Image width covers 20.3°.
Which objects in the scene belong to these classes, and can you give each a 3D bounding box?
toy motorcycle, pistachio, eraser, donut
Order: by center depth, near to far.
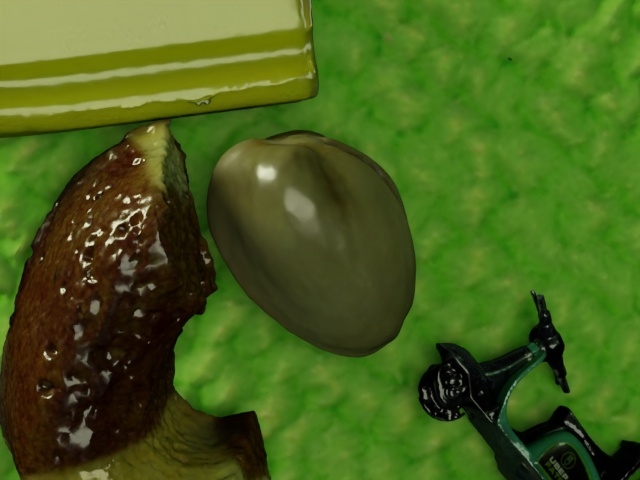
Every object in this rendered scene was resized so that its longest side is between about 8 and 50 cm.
[{"bbox_3d":[-0.117,0.092,1.019,0.151,0.112,0.295,-14,101,-2],"label":"donut"},{"bbox_3d":[-0.116,-0.147,1.047,0.226,0.069,0.158,-8,91,-9],"label":"eraser"},{"bbox_3d":[0.000,0.000,1.054,0.113,0.113,0.149,-29,103,-8],"label":"pistachio"},{"bbox_3d":[0.138,0.118,1.108,0.100,0.058,0.173,-42,99,-14],"label":"toy motorcycle"}]
